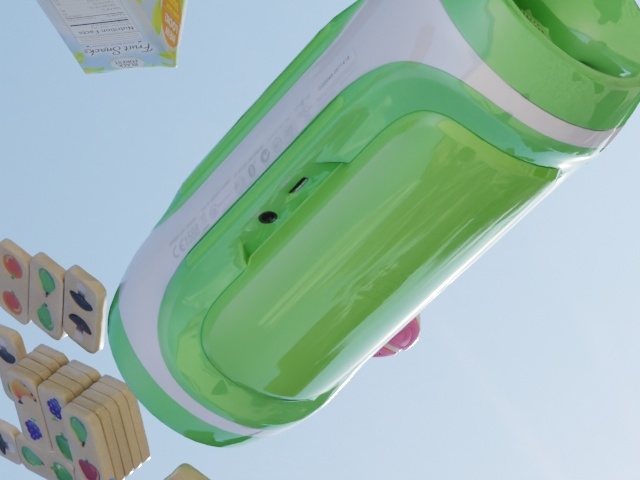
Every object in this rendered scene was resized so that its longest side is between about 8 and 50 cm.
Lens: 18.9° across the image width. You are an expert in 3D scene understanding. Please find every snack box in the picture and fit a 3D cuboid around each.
[{"bbox_3d":[-0.137,-0.227,1.151,0.207,0.070,0.174,59,-147,-55],"label":"snack box"}]

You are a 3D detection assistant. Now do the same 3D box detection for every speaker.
[{"bbox_3d":[0.020,-0.022,0.917,0.131,0.296,0.131,28,-142,-24],"label":"speaker"}]

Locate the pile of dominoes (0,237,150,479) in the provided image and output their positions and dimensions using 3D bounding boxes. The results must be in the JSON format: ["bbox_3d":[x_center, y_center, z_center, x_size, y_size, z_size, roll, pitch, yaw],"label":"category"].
[{"bbox_3d":[-0.212,0.078,1.217,0.040,0.251,0.196,-37,-49,-36],"label":"pile of dominoes"}]

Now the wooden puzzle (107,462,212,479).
[{"bbox_3d":[-0.074,0.157,1.032,0.116,0.078,0.014,47,-164,-28],"label":"wooden puzzle"}]

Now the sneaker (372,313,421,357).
[{"bbox_3d":[0.000,0.000,1.148,0.170,0.063,0.075,41,-151,-23],"label":"sneaker"}]
